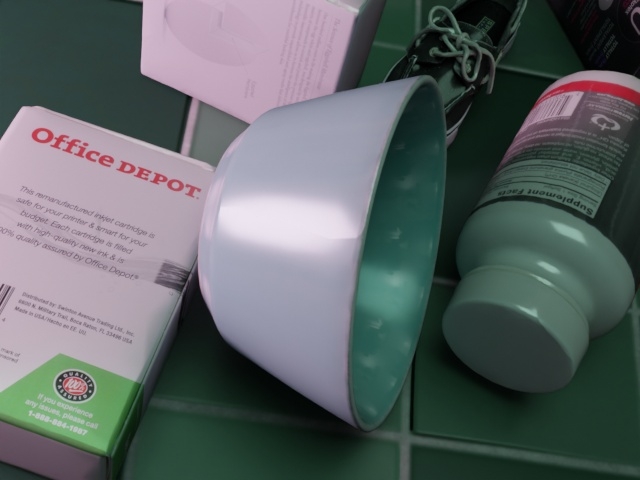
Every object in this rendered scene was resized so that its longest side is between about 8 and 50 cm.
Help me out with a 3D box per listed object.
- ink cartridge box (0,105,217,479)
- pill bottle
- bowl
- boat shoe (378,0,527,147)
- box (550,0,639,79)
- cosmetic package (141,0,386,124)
[{"bbox_3d":[-0.226,0.047,0.845,0.211,0.121,0.289,20,56,0],"label":"ink cartridge box"},{"bbox_3d":[0.243,-0.011,0.954,0.176,0.176,0.318,30,57,7],"label":"pill bottle"},{"bbox_3d":[0.000,0.000,0.849,0.163,0.311,0.311,10,55,16],"label":"bowl"},{"bbox_3d":[0.157,-0.210,1.102,0.113,0.105,0.306,38,58,12],"label":"boat shoe"},{"bbox_3d":[0.397,-0.326,1.193,0.143,0.165,0.270,-9,62,-19],"label":"box"},{"bbox_3d":[-0.056,-0.244,1.004,0.225,0.224,0.138,27,57,5],"label":"cosmetic package"}]
